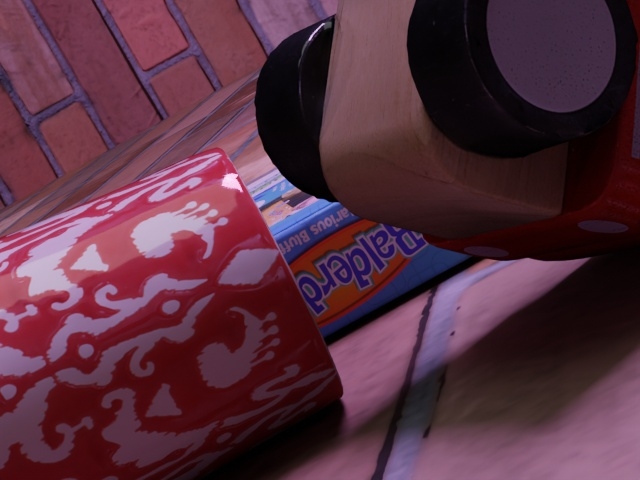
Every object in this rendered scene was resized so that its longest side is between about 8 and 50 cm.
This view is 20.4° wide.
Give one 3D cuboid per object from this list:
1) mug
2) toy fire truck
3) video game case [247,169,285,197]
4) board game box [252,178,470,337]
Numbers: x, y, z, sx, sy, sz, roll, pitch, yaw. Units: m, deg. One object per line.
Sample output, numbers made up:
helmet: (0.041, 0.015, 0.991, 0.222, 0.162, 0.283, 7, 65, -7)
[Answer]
mug: (-0.091, 0.041, 0.584, 0.169, 0.113, 0.150, -27, 19, -4)
toy fire truck: (0.112, -0.092, 0.583, 0.246, 0.217, 0.158, 13, -14, -27)
video game case: (-0.021, -0.028, 1.058, 0.157, 0.019, 0.143, -29, 9, 3)
board game box: (0.000, 0.000, 0.736, 0.210, 0.047, 0.160, -30, 8, 4)
